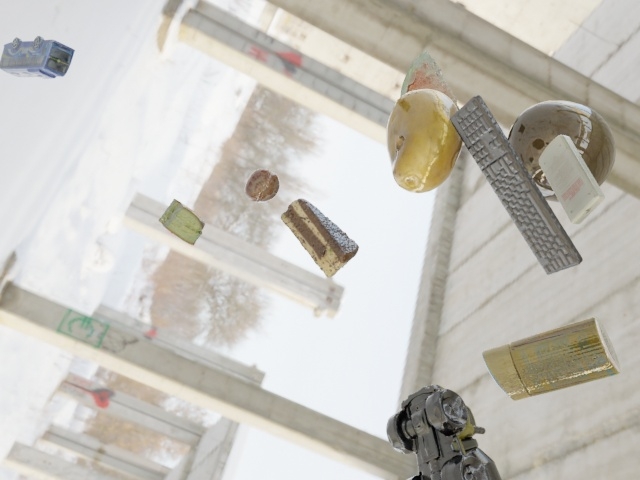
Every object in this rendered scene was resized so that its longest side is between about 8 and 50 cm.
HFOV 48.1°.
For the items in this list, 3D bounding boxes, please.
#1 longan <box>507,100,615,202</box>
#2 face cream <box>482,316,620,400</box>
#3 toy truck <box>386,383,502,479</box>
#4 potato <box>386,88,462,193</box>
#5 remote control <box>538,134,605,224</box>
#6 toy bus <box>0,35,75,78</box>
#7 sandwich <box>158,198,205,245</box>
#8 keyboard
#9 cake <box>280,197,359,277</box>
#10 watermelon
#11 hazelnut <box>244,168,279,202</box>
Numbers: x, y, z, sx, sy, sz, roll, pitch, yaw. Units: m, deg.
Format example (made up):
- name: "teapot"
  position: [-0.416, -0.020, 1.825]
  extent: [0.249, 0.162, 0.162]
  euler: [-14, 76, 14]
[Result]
- name: "longan"
  position: [0.580, -0.214, 1.744]
  extent: [0.258, 0.258, 0.258]
  euler: [-61, -169, 21]
- name: "face cream"
  position: [0.527, 0.280, 1.658]
  extent: [0.285, 0.139, 0.067]
  euler: [-24, 178, 30]
- name: "toy truck"
  position: [0.218, 0.355, 1.174]
  extent: [0.147, 0.165, 0.224]
  euler: [-42, -134, 39]
- name: "potato"
  position: [0.198, -0.191, 1.345]
  extent: [0.150, 0.146, 0.233]
  euler: [80, 5, -49]
- name: "remote control"
  position: [0.508, -0.129, 1.464]
  extent: [0.087, 0.029, 0.190]
  euler: [-58, -145, 41]
- name: "toy bus"
  position: [-0.718, -0.459, 1.815]
  extent: [0.237, 0.079, 0.094]
  euler: [11, -89, 38]
- name: "sandwich"
  position: [-0.427, -0.065, 2.179]
  extent: [0.090, 0.088, 0.244]
  euler: [-57, -151, 1]
- name: "keyboard"
  position: [0.311, -0.086, 1.160]
  extent: [0.018, 0.309, 0.101]
  euler: [-30, 176, -20]
- name: "cake"
  position: [-0.009, -0.005, 2.106]
  extent: [0.112, 0.246, 0.135]
  euler: [-44, -168, 23]
- name: "watermelon"
  position: [0.345, -0.412, 2.185]
  extent: [0.180, 0.305, 0.224]
  euler: [-26, -173, 46]
- name: "hazelnut"
  position: [-0.132, -0.126, 1.663]
  extent: [0.086, 0.086, 0.086]
  euler: [-61, -169, 21]
